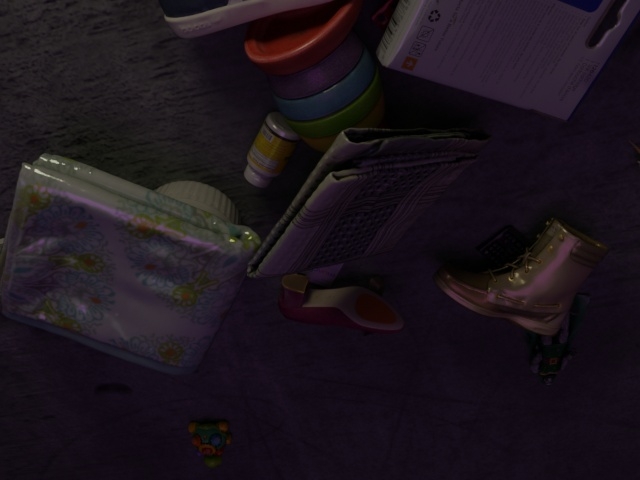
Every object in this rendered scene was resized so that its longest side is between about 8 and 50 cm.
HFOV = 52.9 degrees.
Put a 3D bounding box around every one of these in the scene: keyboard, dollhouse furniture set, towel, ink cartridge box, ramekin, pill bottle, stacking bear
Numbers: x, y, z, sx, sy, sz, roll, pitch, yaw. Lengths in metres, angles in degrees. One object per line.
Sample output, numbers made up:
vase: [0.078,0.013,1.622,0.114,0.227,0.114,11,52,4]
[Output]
keyboard: [0.367,0.055,1.204,0.180,0.023,0.108,38,120,-23]
dollhouse furniture set: [0.090,0.114,1.265,0.081,0.091,0.114,23,108,35]
towel: [-0.325,0.055,1.046,0.375,0.090,0.320,21,126,-14]
ink cartridge box: [0.272,-0.327,0.829,0.307,0.072,0.303,9,126,-24]
towel: [0.078,-0.050,0.984,0.312,0.056,0.324,-8,149,-38]
ramekin: [-0.230,-0.007,1.120,0.207,0.109,0.207,1,128,1]
pill bottle: [-0.080,-0.144,1.040,0.065,0.065,0.116,24,125,-15]
stacking bear: [0.027,-0.198,0.943,0.176,0.164,0.289,-8,137,28]

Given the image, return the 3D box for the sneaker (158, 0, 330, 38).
sneaker: [-0.064,-0.379,0.820,0.350,0.131,0.148,-14,130,12]

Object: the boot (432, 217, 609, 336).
boot: [0.350,0.044,1.129,0.262,0.095,0.203,21,115,-9]

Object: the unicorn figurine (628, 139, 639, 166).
unicorn figurine: [0.587,-0.107,1.051,0.111,0.060,0.162,-21,123,16]

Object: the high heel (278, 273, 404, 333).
high heel: [0.035,0.143,1.215,0.244,0.082,0.117,14,141,8]

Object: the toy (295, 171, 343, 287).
toy: [0.000,0.000,1.152,0.137,0.056,0.237,20,125,-12]

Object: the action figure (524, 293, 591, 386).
action figure: [0.469,0.214,1.301,0.137,0.063,0.232,-7,130,3]

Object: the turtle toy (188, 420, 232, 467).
turtle toy: [-0.259,0.480,1.514,0.095,0.066,0.130,-4,127,5]

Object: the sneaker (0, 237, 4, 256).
sneaker: [-0.514,0.082,1.220,0.232,0.090,0.115,26,131,-6]

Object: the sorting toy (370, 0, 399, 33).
sorting toy: [0.196,-0.356,0.883,0.132,0.046,0.274,37,119,-23]
